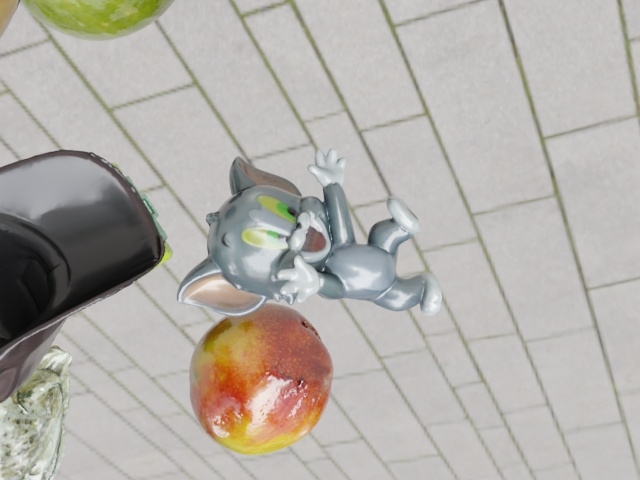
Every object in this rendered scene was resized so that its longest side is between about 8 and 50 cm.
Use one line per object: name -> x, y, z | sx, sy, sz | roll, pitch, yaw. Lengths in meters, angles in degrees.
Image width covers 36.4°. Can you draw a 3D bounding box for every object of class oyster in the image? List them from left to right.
oyster -> -0.401, 0.243, 1.129 | 0.268, 0.198, 0.112 | -17, -170, -33

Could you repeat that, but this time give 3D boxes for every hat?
hat -> -0.310, 0.067, 0.892 | 0.336, 0.238, 0.208 | -13, 140, -18

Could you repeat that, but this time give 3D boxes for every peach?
peach -> -0.090, 0.209, 1.468 | 0.231, 0.230, 0.231 | -1, 142, -1

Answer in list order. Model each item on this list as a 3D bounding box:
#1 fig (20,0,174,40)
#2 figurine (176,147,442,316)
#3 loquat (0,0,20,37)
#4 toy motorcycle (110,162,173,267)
fig -> -0.362, -0.455, 1.487 | 0.316, 0.316, 0.316 | -1, 142, -1
figurine -> 0.002, 0.002, 1.044 | 0.265, 0.193, 0.140 | 17, 160, -18
loquat -> -0.457, -0.299, 1.041 | 0.263, 0.263, 0.263 | -1, 142, -1
toy motorcycle -> -0.418, 0.027, 1.584 | 0.200, 0.326, 0.191 | -27, 97, 42
